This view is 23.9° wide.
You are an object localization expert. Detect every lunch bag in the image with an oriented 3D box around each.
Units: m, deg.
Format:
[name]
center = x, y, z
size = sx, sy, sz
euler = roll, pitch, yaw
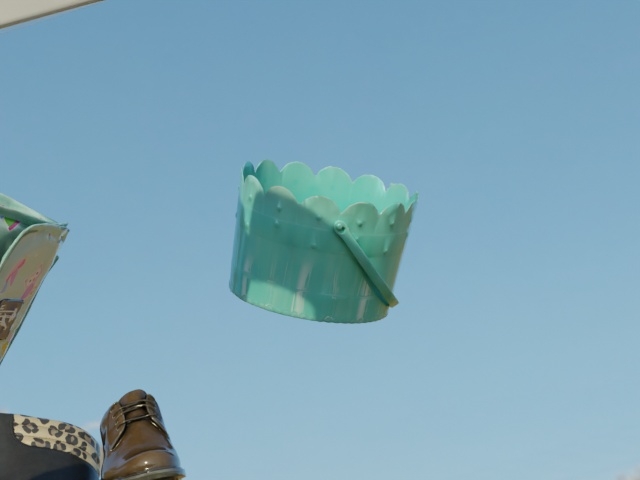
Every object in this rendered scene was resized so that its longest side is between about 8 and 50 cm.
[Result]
[lunch bag]
center = -0.383, 0.041, 1.452
size = 0.262, 0.223, 0.160
euler = 26, 1, -43

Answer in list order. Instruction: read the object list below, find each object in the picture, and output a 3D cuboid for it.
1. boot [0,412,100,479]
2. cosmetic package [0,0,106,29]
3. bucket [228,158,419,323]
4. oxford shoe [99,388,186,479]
[boot]
center = -0.428, 0.343, 1.818
size = 0.378, 0.284, 0.138
euler = 1, -54, -10
[cosmetic package]
center = -0.435, -0.308, 1.629
size = 0.156, 0.217, 0.385
euler = -8, 12, 46
[bucket]
center = 0.000, 0.000, 2.184
size = 0.281, 0.183, 0.281
euler = 10, 12, -2
[oxford shoe]
center = -0.187, 0.201, 1.506
size = 0.083, 0.096, 0.227
euler = -8, 4, -16
